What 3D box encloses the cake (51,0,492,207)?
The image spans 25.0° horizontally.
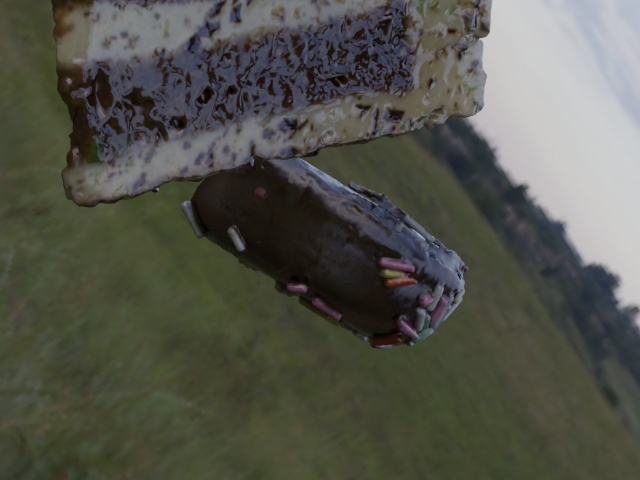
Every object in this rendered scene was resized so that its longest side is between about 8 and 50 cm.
[{"bbox_3d":[-0.007,-0.092,0.666,0.246,0.135,0.112,-34,123,-64],"label":"cake"}]

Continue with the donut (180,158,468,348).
[{"bbox_3d":[0.018,0.012,1.459,0.259,0.136,0.345,33,0,9],"label":"donut"}]
